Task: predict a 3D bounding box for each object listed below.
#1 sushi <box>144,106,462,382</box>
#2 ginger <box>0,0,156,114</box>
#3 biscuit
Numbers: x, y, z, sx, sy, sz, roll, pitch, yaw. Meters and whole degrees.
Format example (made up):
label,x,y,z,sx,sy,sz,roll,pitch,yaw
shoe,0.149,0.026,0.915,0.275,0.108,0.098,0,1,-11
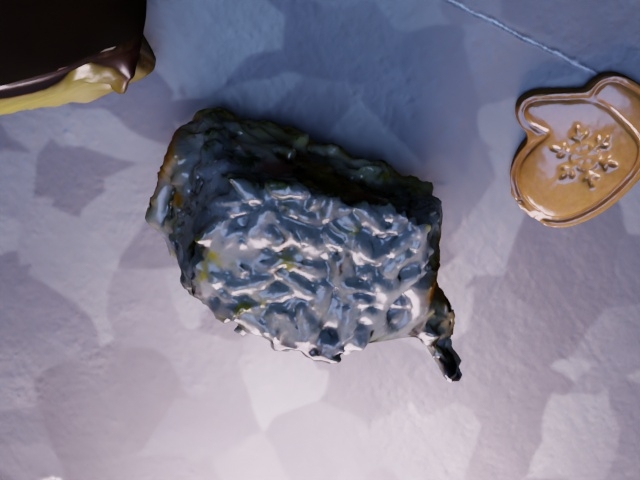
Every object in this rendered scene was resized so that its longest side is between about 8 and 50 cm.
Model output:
label,x,y,z,sx,sy,sz,roll,pitch,yaw
sushi,0.000,0.000,1.504,0.274,0.184,0.139,17,110,-5
ginger,-0.320,-0.219,1.402,0.358,0.211,0.413,-41,122,-25
biscuit,0.206,-0.078,1.555,0.118,0.023,0.140,36,108,-11
